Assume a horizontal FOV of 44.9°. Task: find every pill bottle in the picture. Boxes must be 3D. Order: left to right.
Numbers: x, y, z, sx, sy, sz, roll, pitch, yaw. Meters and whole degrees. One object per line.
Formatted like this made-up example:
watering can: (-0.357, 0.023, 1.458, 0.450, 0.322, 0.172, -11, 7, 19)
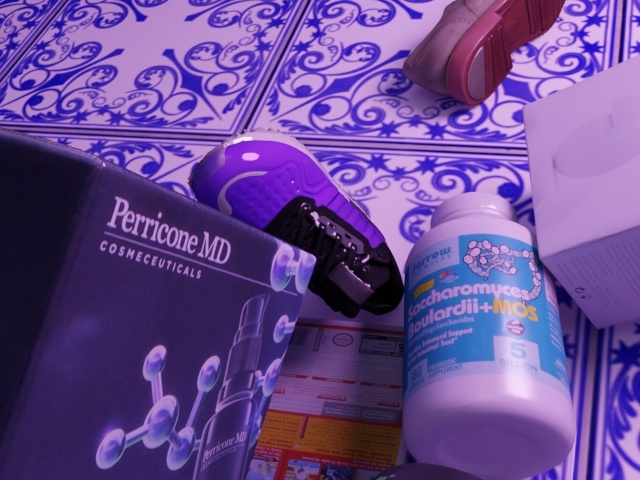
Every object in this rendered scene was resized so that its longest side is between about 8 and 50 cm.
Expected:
pill bottle: (0.151, 0.079, 0.734, 0.146, 0.146, 0.264, -4, 48, 11)

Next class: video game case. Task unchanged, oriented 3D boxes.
video game case: (-0.015, 0.199, 0.754, 0.204, 0.025, 0.285, 4, 50, 17)

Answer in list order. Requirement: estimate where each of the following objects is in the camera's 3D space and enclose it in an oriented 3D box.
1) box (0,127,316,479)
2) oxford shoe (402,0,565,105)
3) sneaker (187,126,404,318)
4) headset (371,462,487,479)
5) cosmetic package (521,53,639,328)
box: (-0.205, 0.143, 0.571, 0.212, 0.293, 0.395, 15, 85, 26)
oxford shoe: (0.245, -0.334, 1.096, 0.130, 0.123, 0.348, 22, 57, 37)
sneaker: (0.001, 0.000, 0.762, 0.102, 0.293, 0.146, -43, 53, 14)
headset: (0.177, 0.298, 0.498, 0.394, 0.243, 0.185, 41, 48, 23)
cosmetic package: (0.336, -0.065, 0.752, 0.225, 0.138, 0.224, -24, 40, 32)
